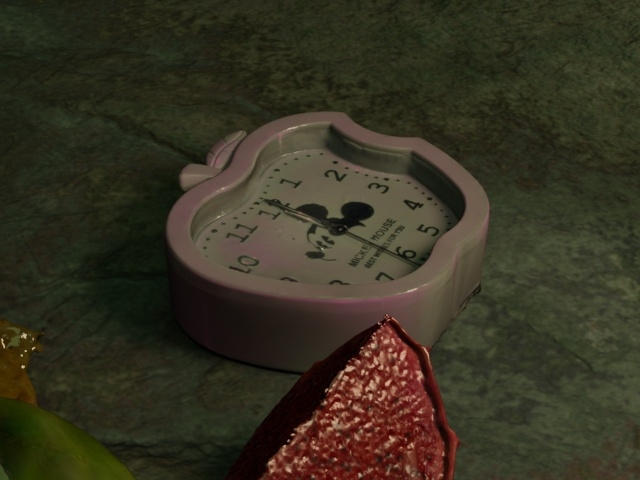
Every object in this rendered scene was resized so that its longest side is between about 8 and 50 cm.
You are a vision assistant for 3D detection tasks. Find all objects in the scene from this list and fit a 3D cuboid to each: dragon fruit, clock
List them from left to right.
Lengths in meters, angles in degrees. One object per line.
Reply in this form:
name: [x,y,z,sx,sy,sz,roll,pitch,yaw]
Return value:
clock: [0.000,0.000,1.769,0.338,0.102,0.338,1,37,-1]
dragon fruit: [0.015,0.216,1.488,0.161,0.126,0.274,42,63,-9]

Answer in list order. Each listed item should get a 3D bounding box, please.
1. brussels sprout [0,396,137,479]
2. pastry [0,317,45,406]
brussels sprout: [-0.277,0.255,1.282,0.344,0.268,0.344,9,43,-9]
pastry: [-0.372,0.170,1.520,0.240,0.132,0.235,6,28,-7]
